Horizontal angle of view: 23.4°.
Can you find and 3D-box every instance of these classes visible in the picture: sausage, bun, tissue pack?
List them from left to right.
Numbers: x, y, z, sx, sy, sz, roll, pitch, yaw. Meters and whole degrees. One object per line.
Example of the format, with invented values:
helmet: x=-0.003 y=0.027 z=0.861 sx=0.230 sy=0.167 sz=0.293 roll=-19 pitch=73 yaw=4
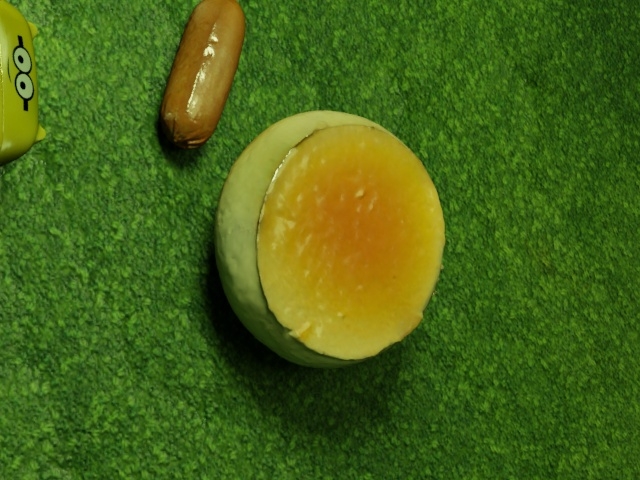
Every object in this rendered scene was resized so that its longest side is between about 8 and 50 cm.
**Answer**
tissue pack: x=-0.350 y=-0.155 z=1.545 sx=0.127 sy=0.123 sz=0.178 roll=4 pitch=76 yaw=-43
sausage: x=-0.136 y=-0.194 z=1.790 sx=0.076 sy=0.076 sz=0.198 roll=33 pitch=59 yaw=-32
bun: x=0.000 y=0.000 z=1.802 sx=0.298 sy=0.164 sz=0.299 roll=-2 pitch=93 yaw=-32
